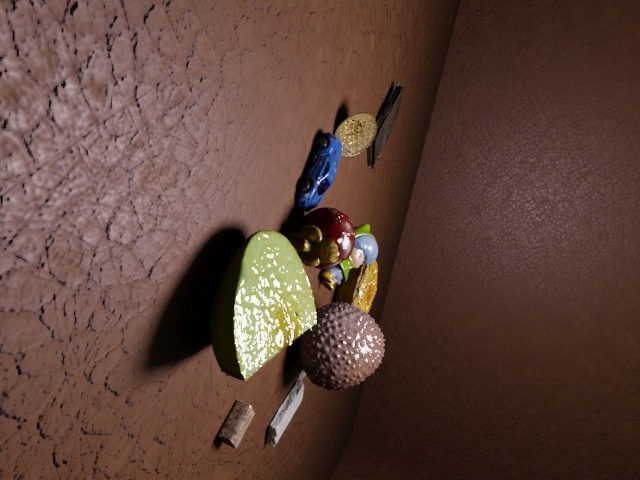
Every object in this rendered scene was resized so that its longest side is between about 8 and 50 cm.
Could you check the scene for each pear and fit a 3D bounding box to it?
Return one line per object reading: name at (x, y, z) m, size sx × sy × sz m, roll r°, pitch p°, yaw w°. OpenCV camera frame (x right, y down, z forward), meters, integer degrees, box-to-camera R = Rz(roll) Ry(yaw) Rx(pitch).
pear at (-0.131, 0.099, 0.800) m, size 0.288 × 0.139 × 0.239 m, roll -22°, pitch 111°, yaw -63°

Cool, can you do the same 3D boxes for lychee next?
lychee at (0.062, 0.339, 1.368) m, size 0.300 × 0.300 × 0.299 m, roll 16°, pitch 90°, yaw -73°

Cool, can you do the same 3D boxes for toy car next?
toy car at (0.003, -0.172, 1.068) m, size 0.103 × 0.063 × 0.216 m, roll 50°, pitch 58°, yaw -69°

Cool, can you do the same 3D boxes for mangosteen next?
mangosteen at (0.000, 0.000, 1.047) m, size 0.180 × 0.166 × 0.166 m, roll -30°, pitch 134°, yaw -55°

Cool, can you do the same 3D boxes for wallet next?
wallet at (0.252, -0.449, 1.625) m, size 0.169 × 0.044 × 0.316 m, roll 83°, pitch 30°, yaw -59°

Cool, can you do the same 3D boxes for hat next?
hat at (0.087, -0.325, 1.214) m, size 0.146 × 0.067 × 0.146 m, roll -20°, pitch 143°, yaw -16°

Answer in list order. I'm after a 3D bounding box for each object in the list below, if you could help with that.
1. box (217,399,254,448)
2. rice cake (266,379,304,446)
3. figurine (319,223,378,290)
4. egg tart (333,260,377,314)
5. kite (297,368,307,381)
box at (-0.203, 0.446, 1.008) m, size 0.062 × 0.045 × 0.098 m, roll 86°, pitch 25°, yaw -46°
rice cake at (-0.114, 0.578, 1.402) m, size 0.226 × 0.040 × 0.084 m, roll -48°, pitch 149°, yaw -55°
figurine at (0.097, 0.056, 1.459) m, size 0.263 × 0.143 × 0.162 m, roll -46°, pitch 143°, yaw -24°
egg tart at (0.146, 0.227, 1.740) m, size 0.341 × 0.132 × 0.341 m, roll 17°, pitch 90°, yaw -73°
kite at (-0.034, 0.410, 1.546) m, size 0.141 × 0.015 × 0.245 m, roll -9°, pitch 115°, yaw -73°
